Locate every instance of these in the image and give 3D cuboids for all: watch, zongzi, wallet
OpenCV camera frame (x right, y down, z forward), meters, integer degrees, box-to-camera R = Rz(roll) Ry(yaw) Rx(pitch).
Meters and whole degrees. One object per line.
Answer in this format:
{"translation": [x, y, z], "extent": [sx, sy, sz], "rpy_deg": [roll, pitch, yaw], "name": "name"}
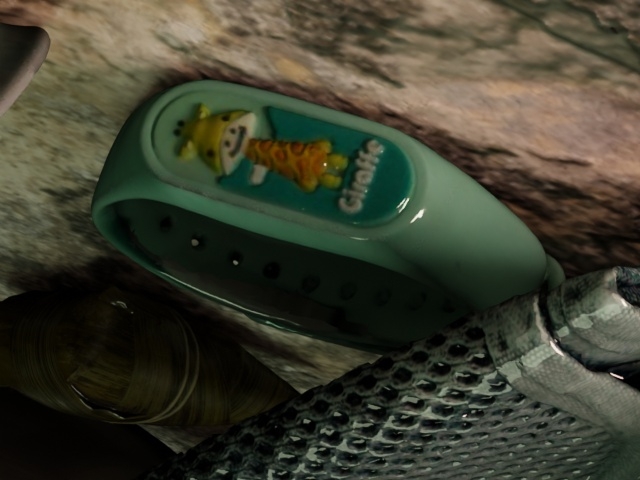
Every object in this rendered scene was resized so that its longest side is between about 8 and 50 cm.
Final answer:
{"translation": [0.000, 0.000, 0.898], "extent": [0.237, 0.068, 0.195], "rpy_deg": [14, 160, 16], "name": "watch"}
{"translation": [-0.123, 0.084, 1.213], "extent": [0.184, 0.084, 0.187], "rpy_deg": [21, 168, -34], "name": "zongzi"}
{"translation": [0.071, 0.106, 0.878], "extent": [0.342, 0.075, 0.237], "rpy_deg": [-28, 153, 37], "name": "wallet"}

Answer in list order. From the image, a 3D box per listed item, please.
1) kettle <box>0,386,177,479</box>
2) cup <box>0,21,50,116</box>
{"translation": [-0.197, 0.234, 1.390], "extent": [0.324, 0.228, 0.321], "rpy_deg": [25, 166, 3], "name": "kettle"}
{"translation": [-0.241, -0.075, 0.806], "extent": [0.150, 0.199, 0.199], "rpy_deg": [46, 151, -17], "name": "cup"}
